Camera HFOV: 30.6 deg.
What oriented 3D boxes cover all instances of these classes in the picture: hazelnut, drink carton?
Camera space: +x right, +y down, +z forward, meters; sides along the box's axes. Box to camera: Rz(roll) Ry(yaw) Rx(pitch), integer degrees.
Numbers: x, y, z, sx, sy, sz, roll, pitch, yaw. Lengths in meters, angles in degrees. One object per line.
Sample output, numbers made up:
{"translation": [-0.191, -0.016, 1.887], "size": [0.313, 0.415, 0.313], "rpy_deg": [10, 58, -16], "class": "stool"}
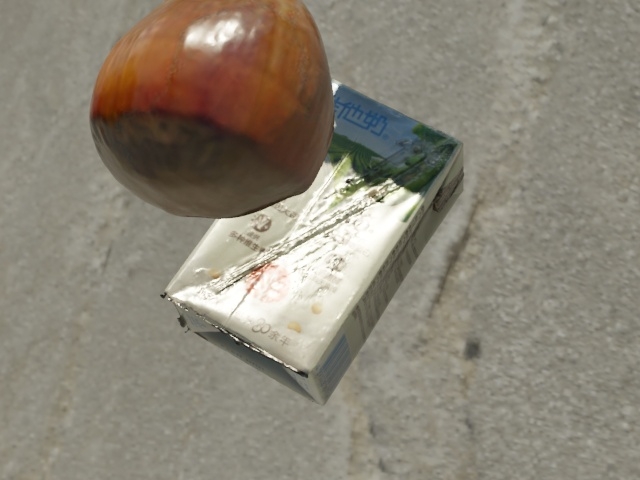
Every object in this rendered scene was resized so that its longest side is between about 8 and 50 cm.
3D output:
{"translation": [-0.084, -0.120, 0.944], "size": [0.214, 0.176, 0.214], "rpy_deg": [-10, 68, 27], "class": "hazelnut"}
{"translation": [0.000, 0.000, 1.310], "size": [0.194, 0.132, 0.324], "rpy_deg": [29, 72, 17], "class": "drink carton"}
